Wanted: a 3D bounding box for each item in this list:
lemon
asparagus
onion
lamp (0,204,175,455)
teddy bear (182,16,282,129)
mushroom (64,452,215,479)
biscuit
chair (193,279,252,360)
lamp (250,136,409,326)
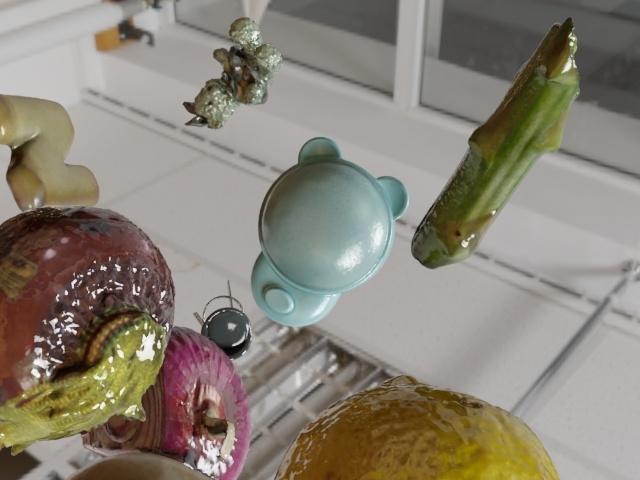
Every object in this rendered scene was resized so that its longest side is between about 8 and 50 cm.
[{"bbox_3d":[0.082,0.258,0.753,0.293,0.293,0.293,1,-146,0],"label":"lemon"},{"bbox_3d":[0.197,-0.096,0.952,0.085,0.343,0.082,6,-136,-24],"label":"asparagus"},{"bbox_3d":[-0.219,0.259,1.380,0.272,0.256,0.231,2,-122,15],"label":"onion"},{"bbox_3d":[-0.161,0.056,0.585,0.156,0.157,0.135,-29,-152,-37],"label":"lamp"},{"bbox_3d":[-0.143,-0.277,1.541,0.111,0.213,0.133,7,-135,-51],"label":"teddy bear"},{"bbox_3d":[-0.207,0.381,1.023,0.292,0.293,0.290,-5,177,-9],"label":"mushroom"},{"bbox_3d":[-0.525,-0.164,1.680,0.062,0.237,0.290,-23,179,11],"label":"biscuit"},{"bbox_3d":[-0.182,0.149,1.687,0.104,0.095,0.221,13,-169,-12],"label":"chair"},{"bbox_3d":[-0.004,0.001,1.361,0.209,0.284,0.147,34,-155,14],"label":"lamp"}]
